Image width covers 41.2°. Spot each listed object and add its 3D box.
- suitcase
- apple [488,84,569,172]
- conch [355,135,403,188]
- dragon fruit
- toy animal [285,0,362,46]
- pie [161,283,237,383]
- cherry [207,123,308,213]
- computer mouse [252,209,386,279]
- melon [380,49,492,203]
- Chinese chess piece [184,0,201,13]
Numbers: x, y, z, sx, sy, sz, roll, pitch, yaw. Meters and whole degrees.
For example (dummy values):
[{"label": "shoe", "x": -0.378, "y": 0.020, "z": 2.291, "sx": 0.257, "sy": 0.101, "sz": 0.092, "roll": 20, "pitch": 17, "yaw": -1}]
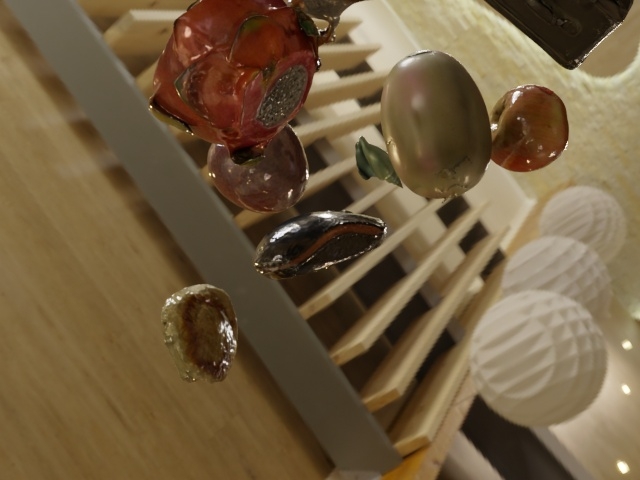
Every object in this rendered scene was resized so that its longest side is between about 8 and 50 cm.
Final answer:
[{"label": "suitcase", "x": 0.477, "y": -0.532, "z": 1.647, "sx": 0.283, "sy": 0.194, "sz": 0.434, "roll": 39, "pitch": -133, "yaw": -4}, {"label": "apple", "x": 0.473, "y": -0.255, "z": 1.946, "sx": 0.164, "sy": 0.209, "sz": 0.209, "roll": 17, "pitch": -144, "yaw": -12}, {"label": "conch", "x": 0.145, "y": -0.190, "z": 2.141, "sx": 0.180, "sy": 0.088, "sz": 0.065, "roll": 45, "pitch": -128, "yaw": -18}, {"label": "dragon fruit", "x": -0.116, "y": -0.266, "z": 1.375, "sx": 0.189, "sy": 0.291, "sz": 0.290, "roll": 41, "pitch": -157, "yaw": 14}, {"label": "toy animal", "x": 0.064, "y": -0.599, "z": 2.038, "sx": 0.284, "sy": 0.302, "sz": 0.225, "roll": 11, "pitch": -135, "yaw": -9}, {"label": "pie", "x": -0.216, "y": 0.172, "z": 1.575, "sx": 0.205, "sy": 0.084, "sz": 0.179, "roll": -19, "pitch": -81, "yaw": -70}, {"label": "cherry", "x": -0.157, "y": -0.190, "z": 2.226, "sx": 0.307, "sy": 0.261, "sz": 0.221, "roll": 50, "pitch": -147, "yaw": -35}, {"label": "computer mouse", "x": -0.001, "y": -0.005, "z": 1.855, "sx": 0.323, "sy": 0.183, "sz": 0.116, "roll": -19, "pitch": -74, "yaw": -32}, {"label": "melon", "x": 0.241, "y": -0.236, "z": 1.778, "sx": 0.223, "sy": 0.223, "sz": 0.317, "roll": -5, "pitch": -96, "yaw": -61}, {"label": "Chinese chess piece", "x": -0.305, "y": -0.563, "z": 2.393, "sx": 0.103, "sy": 0.250, "sz": 0.250, "roll": 11, "pitch": -132, "yaw": -42}]
